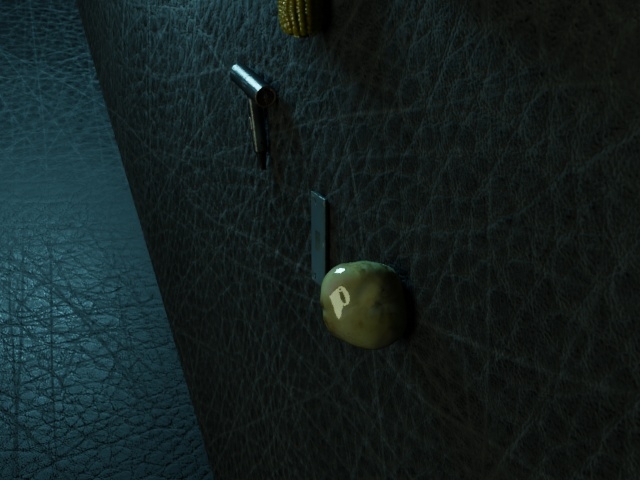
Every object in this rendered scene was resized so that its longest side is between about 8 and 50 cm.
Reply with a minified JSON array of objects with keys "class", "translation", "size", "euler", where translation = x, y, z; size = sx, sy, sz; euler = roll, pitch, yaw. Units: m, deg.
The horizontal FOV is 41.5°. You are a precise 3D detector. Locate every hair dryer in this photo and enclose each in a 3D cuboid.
[{"class":"hair dryer","translation":[-0.136,-0.249,1.735],"size":[0.173,0.050,0.195],"euler":[-128,32,-54]}]

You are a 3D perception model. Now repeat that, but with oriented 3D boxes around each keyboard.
[{"class":"keyboard","translation":[-0.001,0.000,1.539],"size":[0.055,0.014,0.176],"euler":[-141,46,-58]}]

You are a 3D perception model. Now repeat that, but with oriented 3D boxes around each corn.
[{"class":"corn","translation":[-0.033,-0.441,1.351],"size":[0.080,0.080,0.231],"euler":[-144,48,-60]}]

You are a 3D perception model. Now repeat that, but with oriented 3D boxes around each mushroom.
[{"class":"mushroom","translation":[0.066,0.097,1.286],"size":[0.112,0.148,0.148],"euler":[-33,-61,-70]}]
